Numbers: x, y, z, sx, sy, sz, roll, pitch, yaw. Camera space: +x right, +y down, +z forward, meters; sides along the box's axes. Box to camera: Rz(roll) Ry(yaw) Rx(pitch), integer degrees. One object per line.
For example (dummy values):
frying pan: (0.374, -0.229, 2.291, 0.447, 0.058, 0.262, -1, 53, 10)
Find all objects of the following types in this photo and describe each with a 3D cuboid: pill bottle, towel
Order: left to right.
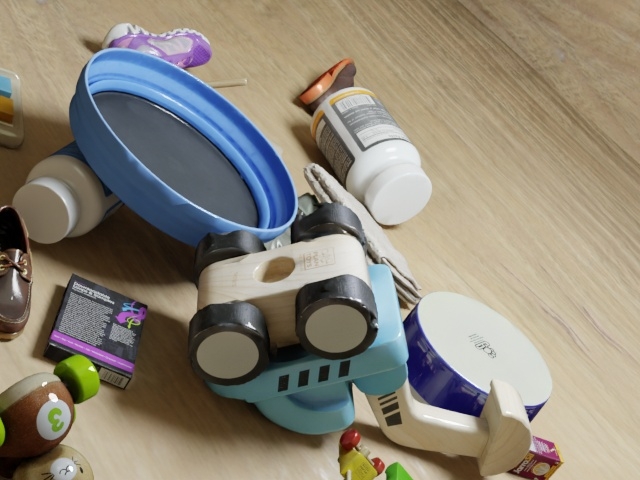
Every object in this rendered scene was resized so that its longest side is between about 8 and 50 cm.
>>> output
pill bottle: (-0.357, -0.079, 1.618, 0.124, 0.124, 0.221, 34, 27, 2)
towel: (0.078, -0.014, 1.969, 0.187, 0.049, 0.282, 41, 12, -52)
pill bottle: (0.102, -0.169, 2.196, 0.162, 0.162, 0.278, 9, 37, -38)

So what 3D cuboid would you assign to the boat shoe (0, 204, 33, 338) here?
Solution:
boat shoe: (-0.414, 0.036, 1.435, 0.073, 0.073, 0.207, 14, 35, -34)

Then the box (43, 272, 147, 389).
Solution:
box: (-0.297, 0.119, 1.468, 0.116, 0.029, 0.162, 26, 30, -15)

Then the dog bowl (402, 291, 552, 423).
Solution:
dog bowl: (0.243, 0.208, 1.799, 0.265, 0.104, 0.265, 24, 29, -15)

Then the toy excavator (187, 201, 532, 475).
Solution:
toy excavator: (0.059, 0.182, 1.559, 0.433, 0.445, 0.222, -13, 35, 4)

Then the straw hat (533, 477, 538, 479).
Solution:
straw hat: (0.302, 0.415, 1.570, 0.061, 0.144, 0.144, -18, 40, -1)

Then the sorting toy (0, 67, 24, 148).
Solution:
sorting toy: (-0.567, -0.241, 1.753, 0.193, 0.038, 0.208, 17, 32, -28)

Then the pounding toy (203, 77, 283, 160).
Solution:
pounding toy: (-0.177, -0.205, 1.970, 0.269, 0.155, 0.154, 33, 23, 1)

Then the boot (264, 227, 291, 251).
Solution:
boot: (-0.074, 0.044, 1.770, 0.161, 0.083, 0.246, 42, 30, 5)

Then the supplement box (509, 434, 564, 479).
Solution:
supplement box: (0.332, 0.341, 1.731, 0.083, 0.055, 0.043, 20, 30, -21)

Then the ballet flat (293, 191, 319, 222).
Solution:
ballet flat: (0.000, 0.000, 1.934, 0.068, 0.072, 0.213, -24, 49, -10)

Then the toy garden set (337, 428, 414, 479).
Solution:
toy garden set: (0.077, 0.374, 1.373, 0.204, 0.049, 0.244, 51, 24, -23)

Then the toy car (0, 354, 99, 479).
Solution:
toy car: (-0.285, 0.247, 1.175, 0.155, 0.149, 0.188, -27, 75, -45)

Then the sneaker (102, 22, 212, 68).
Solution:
sneaker: (-0.309, -0.357, 2.159, 0.236, 0.095, 0.104, -5, 52, -42)

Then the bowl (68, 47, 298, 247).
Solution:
bowl: (-0.209, -0.133, 1.675, 0.391, 0.077, 0.391, 34, 25, -19)

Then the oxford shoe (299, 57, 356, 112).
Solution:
oxford shoe: (0.035, -0.337, 2.493, 0.098, 0.097, 0.271, 51, 31, -8)
